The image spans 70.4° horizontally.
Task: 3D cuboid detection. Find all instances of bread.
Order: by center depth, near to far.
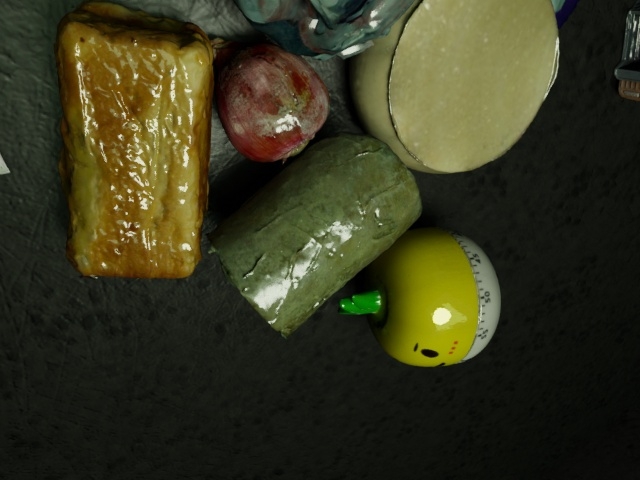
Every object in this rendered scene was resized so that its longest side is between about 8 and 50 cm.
[{"bbox_3d":[-0.241,-0.117,0.600,0.195,0.148,0.343,5,116,-15],"label":"bread"}]

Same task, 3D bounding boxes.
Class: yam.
[{"bbox_3d":[-0.006,-0.023,0.677,0.300,0.195,0.195,-41,126,-11],"label":"yam"}]

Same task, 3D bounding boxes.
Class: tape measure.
[{"bbox_3d":[0.017,-0.346,0.515,0.275,0.147,0.256,-32,154,20],"label":"tape measure"}]

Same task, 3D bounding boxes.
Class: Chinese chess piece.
[{"bbox_3d":[0.212,-0.272,0.725,0.338,0.140,0.337,-12,123,-19],"label":"Chinese chess piece"}]

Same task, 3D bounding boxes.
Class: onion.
[{"bbox_3d":[-0.083,-0.205,0.629,0.159,0.159,0.195,-40,102,1],"label":"onion"}]

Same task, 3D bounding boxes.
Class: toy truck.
[{"bbox_3d":[0.659,-0.377,0.904,0.092,0.083,0.192,-23,123,-12],"label":"toy truck"}]

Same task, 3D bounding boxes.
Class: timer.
[{"bbox_3d":[0.155,0.107,0.841,0.285,0.285,0.285,-11,121,-19],"label":"timer"}]

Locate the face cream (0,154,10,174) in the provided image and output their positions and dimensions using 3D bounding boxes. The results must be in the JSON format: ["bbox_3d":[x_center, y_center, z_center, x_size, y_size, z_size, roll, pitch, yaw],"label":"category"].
[{"bbox_3d":[-0.434,-0.135,0.577,0.038,0.020,0.115,-11,124,-20],"label":"face cream"}]

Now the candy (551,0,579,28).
[{"bbox_3d":[0.356,-0.474,0.723,0.275,0.070,0.145,35,91,-33],"label":"candy"}]
